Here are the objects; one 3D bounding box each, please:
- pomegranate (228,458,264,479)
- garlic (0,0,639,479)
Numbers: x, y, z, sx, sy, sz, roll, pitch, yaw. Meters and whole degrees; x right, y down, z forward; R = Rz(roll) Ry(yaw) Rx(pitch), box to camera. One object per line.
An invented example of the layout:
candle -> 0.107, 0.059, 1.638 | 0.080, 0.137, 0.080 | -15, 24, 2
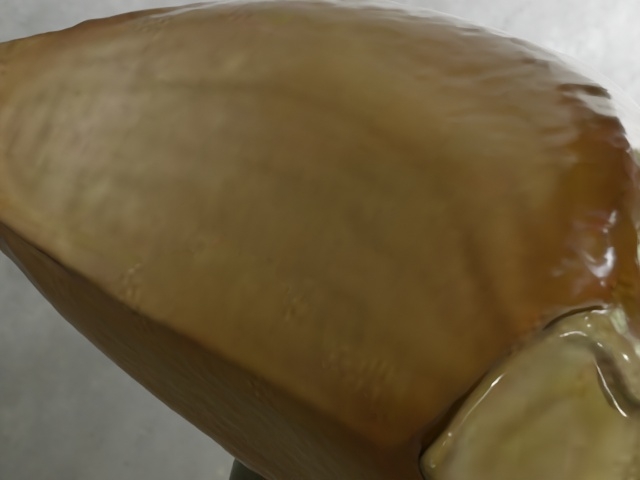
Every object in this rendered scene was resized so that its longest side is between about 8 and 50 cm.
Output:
pomegranate -> 0.087, 0.102, 0.565 | 0.263, 0.211, 0.211 | -32, 138, -7
garlic -> -0.002, 0.009, 0.413 | 0.128, 0.207, 0.115 | -47, 145, -34
